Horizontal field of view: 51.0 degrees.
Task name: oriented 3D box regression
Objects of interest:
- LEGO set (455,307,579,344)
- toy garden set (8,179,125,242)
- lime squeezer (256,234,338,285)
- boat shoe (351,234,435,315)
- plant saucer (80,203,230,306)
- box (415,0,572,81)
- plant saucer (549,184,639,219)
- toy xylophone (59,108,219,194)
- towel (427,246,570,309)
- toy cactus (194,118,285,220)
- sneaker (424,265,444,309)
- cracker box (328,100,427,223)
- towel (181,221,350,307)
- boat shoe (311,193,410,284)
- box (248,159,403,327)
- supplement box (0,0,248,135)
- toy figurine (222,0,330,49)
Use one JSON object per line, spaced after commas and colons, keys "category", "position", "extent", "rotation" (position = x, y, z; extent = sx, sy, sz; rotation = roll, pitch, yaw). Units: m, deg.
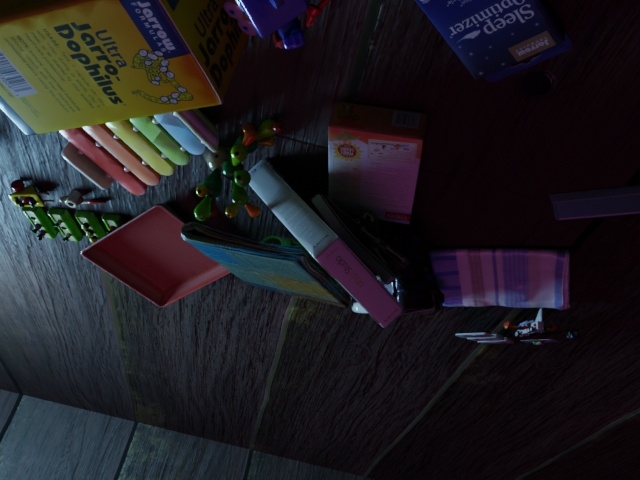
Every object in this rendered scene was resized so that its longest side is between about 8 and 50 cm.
{"category": "LEGO set", "position": [0.459, 0.205, 1.551], "extent": [0.244, 0.060, 0.182], "rotation": [-8, 162, 35]}
{"category": "toy garden set", "position": [-0.577, -0.048, 1.536], "extent": [0.244, 0.049, 0.204], "rotation": [6, 146, 10]}
{"category": "lime squeezer", "position": [-0.085, 0.028, 1.480], "extent": [0.310, 0.059, 0.110], "rotation": [15, 163, -14]}
{"category": "boat shoe", "position": [0.143, 0.070, 1.427], "extent": [0.127, 0.158, 0.340], "rotation": [-7, 178, -17]}
{"category": "plant saucer", "position": [-0.364, 0.030, 1.542], "extent": [0.259, 0.048, 0.258], "rotation": [-27, 131, 25]}
{"category": "box", "position": [0.234, -0.302, 0.908], "extent": [0.136, 0.037, 0.225], "rotation": [-19, 136, 38]}
{"category": "plant saucer", "position": [0.505, -0.065, 1.179], "extent": [0.192, 0.018, 0.067], "rotation": [-6, 142, 24]}
{"category": "toy xylophone", "position": [-0.341, -0.202, 1.204], "extent": [0.322, 0.081, 0.236], "rotation": [-19, 134, 38]}
{"category": "towel", "position": [0.382, 0.083, 1.423], "extent": [0.285, 0.034, 0.209], "rotation": [0, 144, 18]}
{"category": "toy cactus", "position": [-0.154, -0.132, 1.197], "extent": [0.112, 0.219, 0.180], "rotation": [26, -174, -35]}
{"category": "sneaker", "position": [0.235, 0.129, 1.480], "extent": [0.058, 0.085, 0.152], "rotation": [-18, 143, -5]}
{"category": "cracker box", "position": [0.095, -0.130, 1.175], "extent": [0.155, 0.067, 0.232], "rotation": [9, 146, 7]}
{"category": "towel", "position": [-0.101, 0.059, 1.402], "extent": [0.271, 0.040, 0.370], "rotation": [12, 166, 20]}
{"category": "boat shoe", "position": [0.074, -0.016, 1.229], "extent": [0.070, 0.078, 0.219], "rotation": [-44, 107, 4]}
{"category": "box", "position": [0.000, 0.000, 1.221], "extent": [0.058, 0.322, 0.232], "rotation": [-42, 131, 1]}
{"category": "supplement box", "position": [-0.305, -0.301, 0.944], "extent": [0.356, 0.194, 0.195], "rotation": [-4, 143, 23]}
{"category": "toy figurine", "position": [-0.062, -0.342, 0.732], "extent": [0.191, 0.217, 0.362], "rotation": [-25, 134, 8]}
